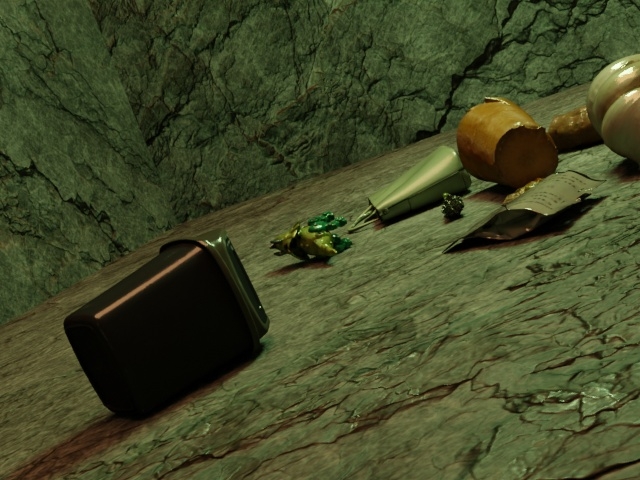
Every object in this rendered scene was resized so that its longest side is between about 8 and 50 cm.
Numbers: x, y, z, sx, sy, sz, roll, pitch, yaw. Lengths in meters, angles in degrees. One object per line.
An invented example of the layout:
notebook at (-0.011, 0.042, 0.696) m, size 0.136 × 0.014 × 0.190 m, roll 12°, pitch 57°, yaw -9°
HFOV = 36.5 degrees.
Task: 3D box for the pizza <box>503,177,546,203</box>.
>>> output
pizza at (0.411, -0.098, 1.921) m, size 0.108 × 0.026 × 0.123 m, roll -21°, pitch 9°, yaw 12°

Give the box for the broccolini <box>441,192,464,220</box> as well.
broccolini at (0.280, -0.084, 2.087) m, size 0.051 × 0.054 × 0.239 m, roll -34°, pitch 4°, yaw 10°

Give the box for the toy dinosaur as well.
toy dinosaur at (0.000, 0.000, 2.110) m, size 0.153 × 0.094 × 0.259 m, roll -25°, pitch 17°, yaw -25°

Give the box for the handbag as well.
handbag at (0.195, -0.118, 2.319) m, size 0.315 × 0.109 × 0.241 m, roll -24°, pitch 8°, yaw 2°

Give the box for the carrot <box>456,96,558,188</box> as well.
carrot at (0.417, -0.204, 2.085) m, size 0.196 × 0.196 × 0.254 m, roll -22°, pitch 15°, yaw -5°

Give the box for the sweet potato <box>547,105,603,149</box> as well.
sweet potato at (0.626, -0.269, 2.249) m, size 0.097 × 0.097 × 0.251 m, roll -28°, pitch 9°, yaw -38°

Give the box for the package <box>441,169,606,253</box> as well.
package at (0.350, -0.056, 1.695) m, size 0.251 × 0.062 × 0.204 m, roll -18°, pitch 7°, yaw 44°

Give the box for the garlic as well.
garlic at (0.598, -0.263, 1.821) m, size 0.203 × 0.184 × 0.281 m, roll -55°, pitch -12°, yaw 18°

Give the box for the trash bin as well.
trash bin at (-0.224, 0.122, 1.489) m, size 0.290 × 0.209 × 0.182 m, roll -34°, pitch 16°, yaw -35°
